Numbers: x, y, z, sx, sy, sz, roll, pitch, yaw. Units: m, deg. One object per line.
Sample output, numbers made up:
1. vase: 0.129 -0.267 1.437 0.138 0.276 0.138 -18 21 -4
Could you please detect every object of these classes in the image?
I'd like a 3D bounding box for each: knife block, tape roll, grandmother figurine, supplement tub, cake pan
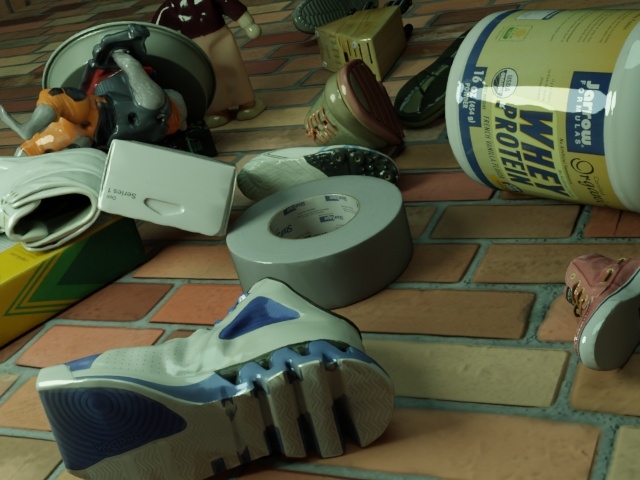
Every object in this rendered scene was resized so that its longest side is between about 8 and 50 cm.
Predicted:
1. knife block: 0.127 -0.410 1.842 0.242 0.088 0.276 -25 27 -17
2. tape roll: 0.000 0.000 1.134 0.219 0.072 0.219 -13 27 7
3. grandmother figurine: -0.214 -0.379 1.677 0.208 0.342 0.104 -16 27 -3
4. supplement tub: 0.330 -0.154 1.083 0.316 0.228 0.228 13 38 45
5. cake pan: -0.321 -0.245 1.583 0.293 0.293 0.054 -14 56 3

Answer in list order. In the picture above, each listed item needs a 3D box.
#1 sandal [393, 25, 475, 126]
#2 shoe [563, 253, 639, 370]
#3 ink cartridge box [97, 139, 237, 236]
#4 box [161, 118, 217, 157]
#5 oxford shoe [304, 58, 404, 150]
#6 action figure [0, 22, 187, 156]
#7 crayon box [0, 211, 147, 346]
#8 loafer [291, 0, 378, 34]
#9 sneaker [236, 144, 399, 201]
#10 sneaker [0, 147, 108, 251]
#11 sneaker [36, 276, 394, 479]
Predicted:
1. sandal: 0.250 -0.273 1.531 0.303 0.086 0.120 -37 36 -9
2. shoe: 0.264 0.064 0.886 0.081 0.063 0.178 7 29 39
3. ink cartridge box: -0.193 -0.073 1.220 0.160 0.092 0.219 12 4 -8
4. box: -0.227 -0.165 1.595 0.083 0.052 0.062 -20 26 -8
5. oxford shoe: 0.039 -0.166 1.320 0.130 0.123 0.348 -23 -5 10
6. action figure: -0.356 -0.159 1.465 0.330 0.341 0.178 -23 70 -33
7. crayon box: -0.425 0.049 1.251 0.323 0.083 0.203 -33 31 -33
8. loafer: 0.026 -0.516 2.123 0.251 0.094 0.087 -24 2 -37
9. sneaker: -0.002 -0.099 1.319 0.237 0.085 0.086 -1 22 20
10. sneaker: -0.422 -0.046 1.222 0.292 0.108 0.169 -14 23 -1
11. sneaker: -0.092 0.130 0.896 0.315 0.127 0.182 -7 23 2
